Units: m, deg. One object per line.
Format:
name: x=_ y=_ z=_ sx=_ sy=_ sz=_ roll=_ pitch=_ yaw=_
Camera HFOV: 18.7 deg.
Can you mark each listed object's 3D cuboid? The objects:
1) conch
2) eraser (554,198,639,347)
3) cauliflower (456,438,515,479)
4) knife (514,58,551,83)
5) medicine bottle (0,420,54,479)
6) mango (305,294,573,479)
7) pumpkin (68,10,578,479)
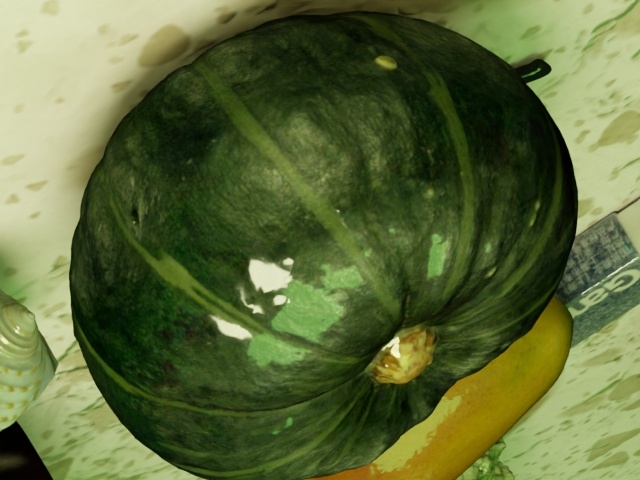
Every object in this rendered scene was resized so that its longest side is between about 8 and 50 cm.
conch: x=-0.221 y=0.066 z=1.130 sx=0.153 sy=0.102 sz=0.135 roll=-3 pitch=180 yaw=31
eraser: x=0.195 y=0.047 z=1.540 sx=0.212 sy=0.046 sz=0.092 roll=-35 pitch=153 yaw=17
cauliflower: x=0.076 y=0.283 z=1.640 sx=0.275 sy=0.250 sz=0.272 roll=-23 pitch=156 yaw=-19
knife: x=0.068 y=-0.084 z=1.222 sx=0.170 sy=0.010 sz=0.023 roll=-20 pitch=154 yaw=-9
medicine bottle: x=-0.326 y=0.290 z=1.281 sx=0.395 sy=0.242 sz=0.242 roll=-24 pitch=154 yaw=-13
mango: x=0.065 y=0.111 z=1.441 sx=0.254 sy=0.139 sz=0.175 roll=-39 pitch=156 yaw=11
pumpkin: x=0.000 y=0.000 z=1.101 sx=0.300 sy=0.207 sz=0.300 roll=-24 pitch=142 yaw=-20
